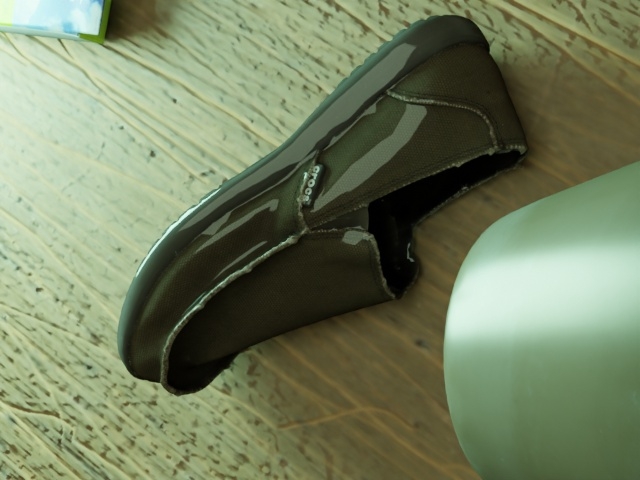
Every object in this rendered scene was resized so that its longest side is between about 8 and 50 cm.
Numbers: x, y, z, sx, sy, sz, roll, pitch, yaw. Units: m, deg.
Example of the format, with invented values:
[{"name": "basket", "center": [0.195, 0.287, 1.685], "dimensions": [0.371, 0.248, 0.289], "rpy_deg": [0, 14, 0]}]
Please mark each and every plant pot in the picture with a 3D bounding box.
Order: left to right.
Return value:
[{"name": "plant pot", "center": [0.236, 0.071, 0.754], "dimensions": [0.280, 0.323, 0.323], "rpy_deg": [-5, 83, 42]}]

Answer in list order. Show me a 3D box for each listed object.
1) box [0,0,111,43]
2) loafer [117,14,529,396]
[{"name": "box", "center": [-0.244, -0.233, 1.143], "dimensions": [0.178, 0.042, 0.109], "rpy_deg": [11, 91, 27]}, {"name": "loafer", "center": [0.000, 0.000, 0.948], "dimensions": [0.366, 0.134, 0.130], "rpy_deg": [-44, 68, 17]}]
